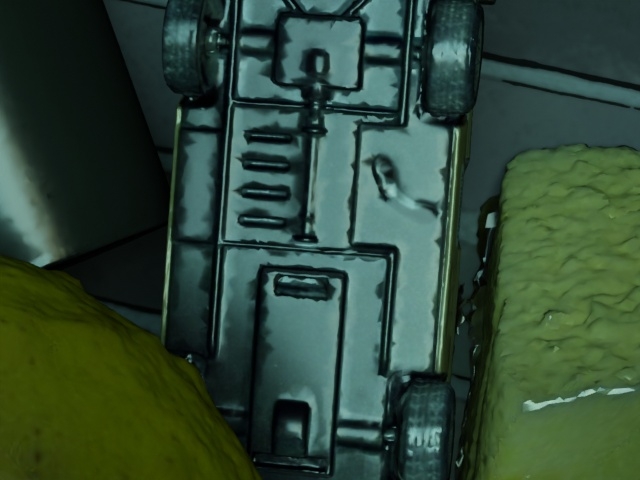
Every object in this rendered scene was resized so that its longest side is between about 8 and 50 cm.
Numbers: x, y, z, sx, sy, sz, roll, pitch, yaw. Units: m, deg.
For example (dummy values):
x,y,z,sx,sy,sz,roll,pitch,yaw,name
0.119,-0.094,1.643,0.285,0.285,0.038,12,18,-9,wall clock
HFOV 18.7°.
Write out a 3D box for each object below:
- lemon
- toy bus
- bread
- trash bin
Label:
x,y,z,sx,sy,sz,roll,pitch,yaw,name
-0.167,0.143,0.906,0.316,0.285,0.285,33,89,19,lemon
0.000,0.000,1.100,0.177,0.202,0.365,5,93,8,toy bus
0.238,0.139,1.175,0.346,0.242,0.405,3,120,-1,bread
-0.223,-0.133,1.118,0.214,0.214,0.334,-22,89,1,trash bin
